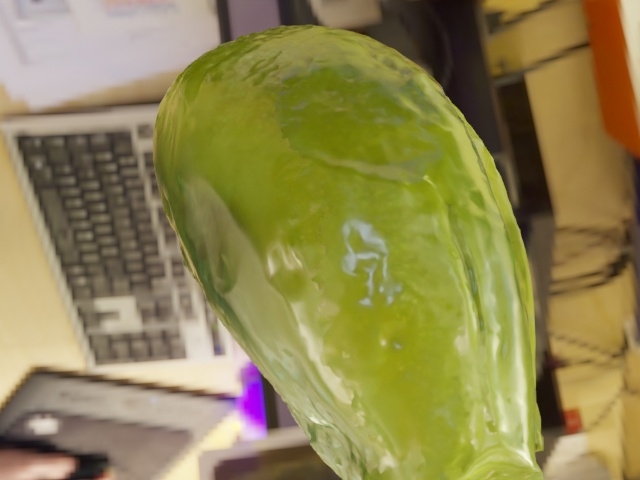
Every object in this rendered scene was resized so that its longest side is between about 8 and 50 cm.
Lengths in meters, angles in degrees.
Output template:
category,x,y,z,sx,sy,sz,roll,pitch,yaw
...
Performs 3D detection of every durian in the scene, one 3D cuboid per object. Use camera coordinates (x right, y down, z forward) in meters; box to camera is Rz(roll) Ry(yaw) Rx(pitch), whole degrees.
category,x,y,z,sx,sy,sz,roll,pitch,yaw
durian,0.000,0.000,0.636,0.101,0.250,0.139,-13,134,-25
